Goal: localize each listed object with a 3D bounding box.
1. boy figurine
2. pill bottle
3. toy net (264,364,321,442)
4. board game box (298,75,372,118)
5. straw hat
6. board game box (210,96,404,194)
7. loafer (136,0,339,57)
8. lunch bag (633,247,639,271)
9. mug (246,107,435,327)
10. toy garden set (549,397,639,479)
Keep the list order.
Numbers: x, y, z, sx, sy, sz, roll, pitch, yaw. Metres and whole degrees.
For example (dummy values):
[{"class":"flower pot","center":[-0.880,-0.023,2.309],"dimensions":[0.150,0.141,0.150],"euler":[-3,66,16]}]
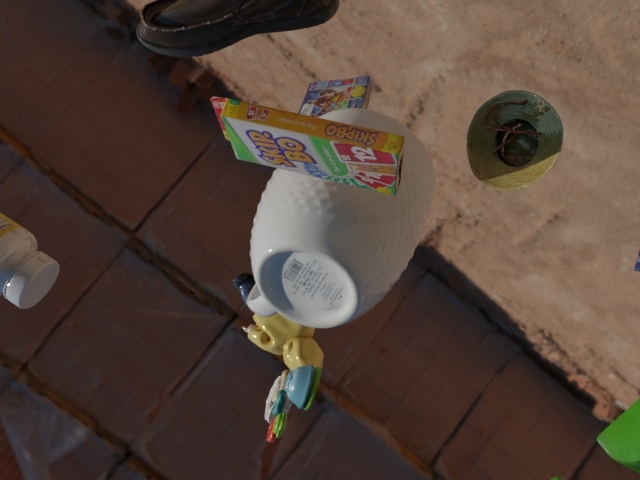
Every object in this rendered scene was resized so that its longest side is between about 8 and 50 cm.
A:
[{"class":"boy figurine","center":[-0.074,0.172,1.518],"dimensions":[0.285,0.177,0.092],"euler":[53,175,26]},{"class":"pill bottle","center":[-0.280,0.007,0.584],"dimensions":[0.116,0.065,0.065],"euler":[33,167,5]},{"class":"toy net","center":[-0.054,0.266,1.115],"dimensions":[0.045,0.122,0.232],"euler":[18,159,-7]},{"class":"board game box","center":[0.025,-0.265,1.432],"dimensions":[0.136,0.201,0.035],"euler":[-2,132,18]},{"class":"straw hat","center":[0.276,-0.132,0.970],"dimensions":[0.145,0.144,0.061],"euler":[31,-172,37]},{"class":"board game box","center":[-0.019,-0.127,0.945],"dimensions":[0.260,0.039,0.124],"euler":[16,161,10]},{"class":"loafer","center":[-0.154,-0.432,1.235],"dimensions":[0.130,0.366,0.133],"euler":[75,-179,-53]},{"class":"lunch bag","center":[0.513,0.033,1.021],"dimensions":[0.099,0.065,0.067],"euler":[15,-178,-6]},{"class":"mug","center":[0.000,0.000,1.199],"dimensions":[0.276,0.328,0.374],"euler":[39,130,-11]},{"class":"toy garden set","center":[0.238,0.105,0.345],"dimensions":[0.204,0.244,0.049],"euler":[31,-163,-35]}]
